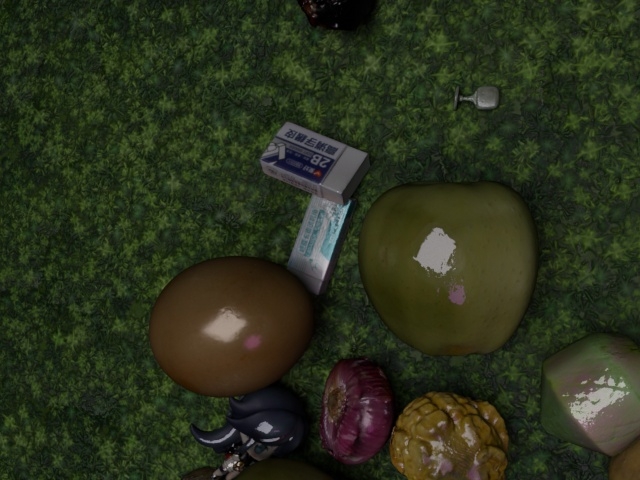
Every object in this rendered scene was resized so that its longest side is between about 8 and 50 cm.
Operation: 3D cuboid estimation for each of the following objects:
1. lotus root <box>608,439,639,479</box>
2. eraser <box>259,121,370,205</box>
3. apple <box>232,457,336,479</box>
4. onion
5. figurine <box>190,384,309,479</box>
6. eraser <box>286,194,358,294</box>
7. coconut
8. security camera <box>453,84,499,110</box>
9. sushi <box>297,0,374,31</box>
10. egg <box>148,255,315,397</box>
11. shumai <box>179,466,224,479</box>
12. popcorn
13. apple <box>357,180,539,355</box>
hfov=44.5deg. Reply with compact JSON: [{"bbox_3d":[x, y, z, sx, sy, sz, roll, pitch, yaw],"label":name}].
[{"bbox_3d":[0.633,0.404,1.433,0.131,0.146,0.303,38,102,-19],"label":"lotus root"},{"bbox_3d":[-0.012,-0.170,1.714,0.210,0.068,0.124,24,64,21],"label":"eraser"},{"bbox_3d":[-0.067,0.679,1.564,0.473,0.473,0.473,0,90,22],"label":"apple"},{"bbox_3d":[0.094,0.360,1.642,0.163,0.230,0.230,17,98,-17],"label":"onion"},{"bbox_3d":[-0.153,0.432,1.740,0.265,0.175,0.197,-20,78,13],"label":"figurine"},{"bbox_3d":[0.000,0.000,1.740,0.095,0.052,0.225,22,98,19],"label":"eraser"},{"bbox_3d":[0.511,0.286,1.448,0.236,0.204,0.236,-6,77,27],"label":"coconut"},{"bbox_3d":[0.323,-0.292,1.617,0.092,0.058,0.058,8,93,10],"label":"security camera"},{"bbox_3d":[0.026,-0.535,1.678,0.150,0.153,0.172,12,84,35],"label":"sushi"},{"bbox_3d":[-0.188,0.183,1.680,0.374,0.301,0.301,-8,87,26],"label":"egg"},{"bbox_3d":[-0.285,0.640,1.808,0.161,0.209,0.153,-7,120,8],"label":"shumai"},{"bbox_3d":[0.261,0.413,1.551,0.250,0.190,0.250,0,105,-2],"label":"popcorn"},{"bbox_3d":[0.238,0.042,1.495,0.357,0.357,0.357,0,90,22],"label":"apple"}]
